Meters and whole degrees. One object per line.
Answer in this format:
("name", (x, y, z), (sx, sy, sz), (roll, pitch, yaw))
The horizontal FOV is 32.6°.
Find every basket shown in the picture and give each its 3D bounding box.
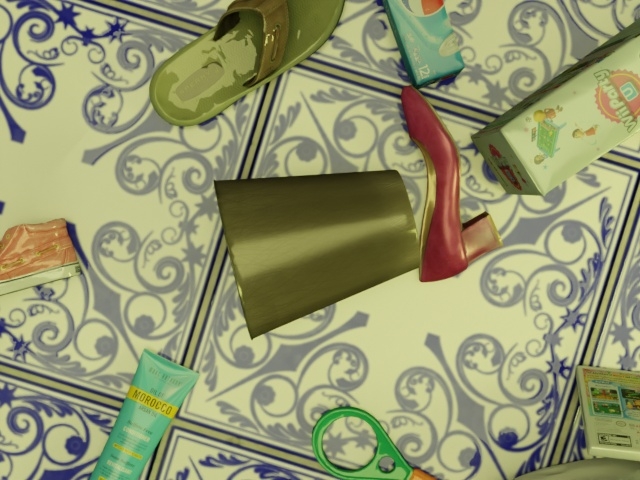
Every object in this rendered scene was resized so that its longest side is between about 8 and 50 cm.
("basket", (0.000, 0.000, 1.362), (0.226, 0.154, 0.204), (-13, 92, -3))

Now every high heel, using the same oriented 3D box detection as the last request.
("high heel", (0.131, -0.071, 1.397), (0.117, 0.082, 0.244), (-27, 98, 3))

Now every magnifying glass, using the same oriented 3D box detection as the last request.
("magnifying glass", (0.095, 0.296, 1.428), (0.231, 0.026, 0.092), (29, 91, 2))

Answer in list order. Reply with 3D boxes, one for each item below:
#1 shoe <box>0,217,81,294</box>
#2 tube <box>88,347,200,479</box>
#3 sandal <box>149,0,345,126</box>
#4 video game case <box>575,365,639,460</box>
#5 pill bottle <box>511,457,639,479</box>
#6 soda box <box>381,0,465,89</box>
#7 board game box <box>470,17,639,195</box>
("shoe", (-0.403, 0.027, 1.407), (0.177, 0.063, 0.081), (-15, 90, -5))
("tube", (-0.238, 0.249, 1.419), (0.080, 0.052, 0.207), (27, 85, -10))
("sandal", (-0.087, -0.252, 1.384), (0.303, 0.086, 0.120), (-42, 91, 1))
("video game case", (0.406, 0.220, 1.373), (0.157, 0.143, 0.019), (7, 128, 0))
("pill bottle", (0.354, 0.482, 1.329), (0.224, 0.224, 0.392), (-12, 91, 1))
("soda box", (0.116, -0.302, 1.390), (0.067, 0.071, 0.210), (-20, 91, 1))
("board game box", (0.344, -0.177, 1.317), (0.303, 0.224, 0.098), (-34, 93, 1))
